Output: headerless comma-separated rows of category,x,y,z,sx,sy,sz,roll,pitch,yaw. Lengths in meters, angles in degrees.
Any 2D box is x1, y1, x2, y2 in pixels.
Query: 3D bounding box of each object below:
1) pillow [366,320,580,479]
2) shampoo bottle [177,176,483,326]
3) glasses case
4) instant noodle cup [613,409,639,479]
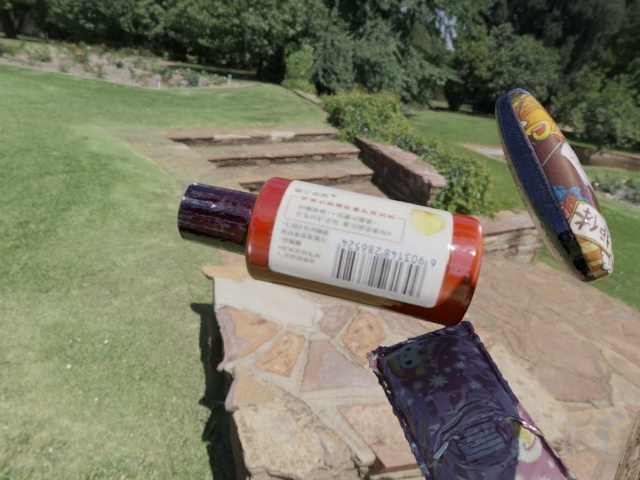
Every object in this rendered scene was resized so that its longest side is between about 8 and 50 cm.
pillow,0.120,0.153,0.347,0.117,0.043,0.185,-20,38,0
shampoo bottle,0.000,0.000,0.391,0.277,0.105,0.104,13,23,7
glasses case,0.319,-0.090,0.571,0.122,0.082,0.321,38,39,-39
instant noodle cup,0.429,0.256,0.415,0.182,0.231,0.230,20,26,37
